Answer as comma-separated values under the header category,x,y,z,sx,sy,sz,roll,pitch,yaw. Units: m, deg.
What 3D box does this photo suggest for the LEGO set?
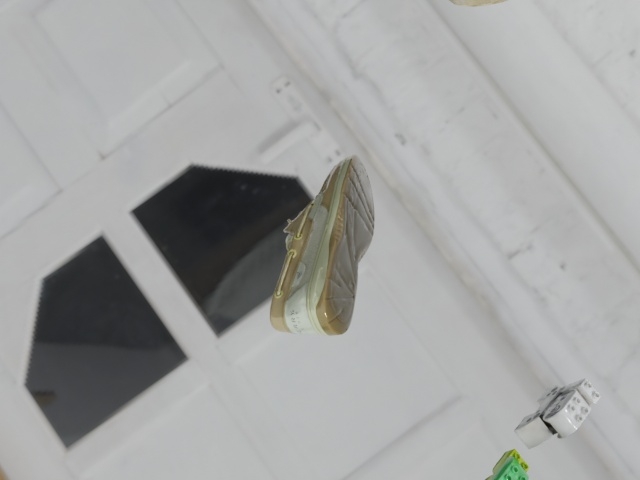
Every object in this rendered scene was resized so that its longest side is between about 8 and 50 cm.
category,x,y,z,sx,sy,sz,roll,pitch,yaw
LEGO set,0.162,0.190,0.786,0.227,0.087,0.093,-41,-176,-38

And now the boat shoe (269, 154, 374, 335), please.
category,x,y,z,sx,sy,sz,roll,pitch,yaw
boat shoe,0.000,0.000,0.656,0.045,0.050,0.135,-9,-142,23

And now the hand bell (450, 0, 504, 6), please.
category,x,y,z,sx,sy,sz,roll,pitch,yaw
hand bell,0.043,-0.236,0.493,0.126,0.242,0.126,-30,-150,20
